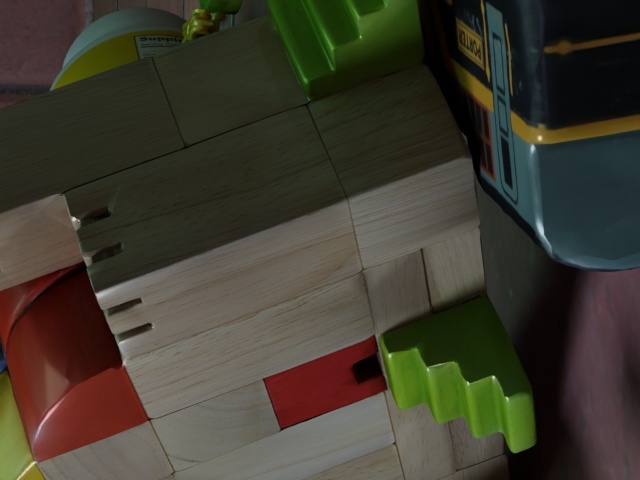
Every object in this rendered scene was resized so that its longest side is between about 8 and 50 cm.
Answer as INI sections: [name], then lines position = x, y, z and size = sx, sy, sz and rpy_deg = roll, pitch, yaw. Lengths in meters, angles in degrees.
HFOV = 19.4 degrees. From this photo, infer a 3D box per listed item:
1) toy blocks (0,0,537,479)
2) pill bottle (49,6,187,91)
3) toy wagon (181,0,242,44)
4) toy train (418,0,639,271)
[toy blocks]
position = -0.063, 0.054, 0.801
size = 0.381, 0.261, 0.191
rpy_deg = 75, 173, -56
[pill bottle]
position = -0.133, -0.062, 1.545
size = 0.334, 0.188, 0.188
rpy_deg = -111, 24, -58
[toy wagon]
position = -0.073, -0.326, 1.528
size = 0.267, 0.068, 0.344
rpy_deg = 157, 115, -77
[toy train]
position = 0.084, -0.117, 0.725
size = 0.334, 0.142, 0.190
rpy_deg = -125, 27, -69
